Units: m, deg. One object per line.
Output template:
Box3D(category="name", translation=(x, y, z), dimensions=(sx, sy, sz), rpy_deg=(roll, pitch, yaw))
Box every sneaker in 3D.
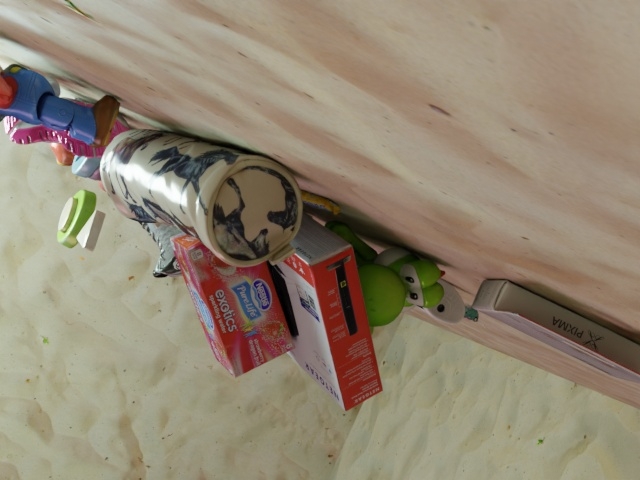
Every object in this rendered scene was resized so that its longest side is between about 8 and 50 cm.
Box3D(category="sneaker", translation=(-0.454, -0.221, 1.491), dimensions=(0.252, 0.102, 0.111), rpy_deg=(13, -159, 18))
Box3D(category="sneaker", translation=(-0.338, 0.005, 1.674), dimensions=(0.229, 0.132, 0.086), rpy_deg=(27, 174, 10))
Box3D(category="sneaker", translation=(0.208, 0.099, 1.734), dimensions=(0.217, 0.079, 0.121), rpy_deg=(35, 176, -16))

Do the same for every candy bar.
Box3D(category="candy bar", translation=(-0.028, -0.072, 1.331), dimensions=(0.161, 0.018, 0.040), rpy_deg=(22, 175, 45))

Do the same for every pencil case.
Box3D(category="pencil case", translation=(-0.196, -0.073, 1.280), dimensions=(0.410, 0.160, 0.183), rpy_deg=(20, 151, 51))

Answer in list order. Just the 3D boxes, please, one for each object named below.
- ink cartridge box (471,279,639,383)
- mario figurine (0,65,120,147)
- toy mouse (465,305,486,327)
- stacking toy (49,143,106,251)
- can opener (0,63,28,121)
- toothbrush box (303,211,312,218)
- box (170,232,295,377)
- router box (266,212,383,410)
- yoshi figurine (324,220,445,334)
Box3D(category="ink cartridge box", translation=(0.395, 0.143, 1.249), dimensions=(0.275, 0.060, 0.239), rpy_deg=(26, 175, -3))
Box3D(category="mario figurine", translation=(-0.471, -0.254, 1.240), dimensions=(0.321, 0.170, 0.198), rpy_deg=(16, 144, -24))
Box3D(category="toy mouse", translation=(0.364, 0.179, 2.052), dimensions=(0.143, 0.031, 0.161), rpy_deg=(25, 176, 3))
Box3D(category="stacking toy", translation=(-0.507, -0.130, 1.664), dimensions=(0.130, 0.279, 0.309), rpy_deg=(26, 172, -29))
Box3D(category="can opener", translation=(-0.554, -0.201, 1.337), dimensions=(0.093, 0.074, 0.280), rpy_deg=(23, -142, -8))
Box3D(category="toothbrush box", translation=(-0.186, -0.062, 1.672), dimensions=(0.206, 0.122, 0.283), rpy_deg=(29, 173, -34))
Box3D(category="box", translation=(-0.156, 0.094, 1.434), dimensions=(0.123, 0.128, 0.256), rpy_deg=(23, 133, 62))
Box3D(category="router box", translation=(-0.032, 0.093, 1.435), dimensions=(0.335, 0.082, 0.301), rpy_deg=(34, 144, 54))
Box3D(category="yoshi figurine", translation=(0.063, 0.080, 1.498), dimensions=(0.203, 0.203, 0.362), rpy_deg=(42, 158, -26))
